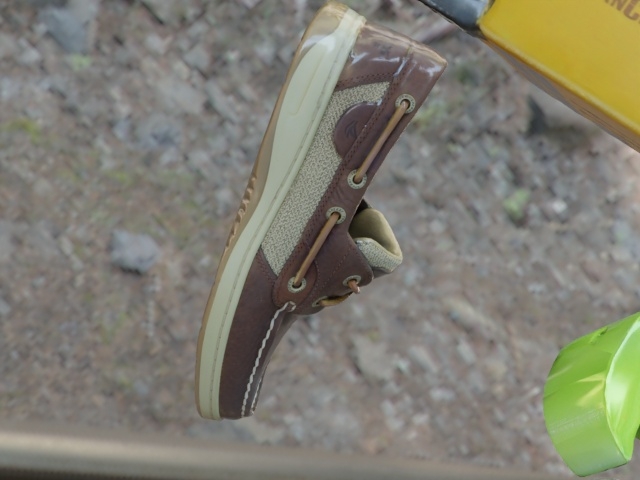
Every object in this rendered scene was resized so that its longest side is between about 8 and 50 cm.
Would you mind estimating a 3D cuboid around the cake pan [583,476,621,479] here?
[{"bbox_3d":[0.116,0.265,0.791,0.054,0.293,0.293,24,36,-9],"label":"cake pan"}]

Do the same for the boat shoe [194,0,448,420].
[{"bbox_3d":[0.000,0.000,1.146,0.123,0.342,0.123,20,22,1],"label":"boat shoe"}]

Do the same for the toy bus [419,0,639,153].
[{"bbox_3d":[0.193,-0.093,0.806,0.332,0.108,0.130,37,7,26],"label":"toy bus"}]

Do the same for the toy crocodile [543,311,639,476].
[{"bbox_3d":[0.241,0.130,0.722,0.340,0.115,0.105,39,58,-26],"label":"toy crocodile"}]
